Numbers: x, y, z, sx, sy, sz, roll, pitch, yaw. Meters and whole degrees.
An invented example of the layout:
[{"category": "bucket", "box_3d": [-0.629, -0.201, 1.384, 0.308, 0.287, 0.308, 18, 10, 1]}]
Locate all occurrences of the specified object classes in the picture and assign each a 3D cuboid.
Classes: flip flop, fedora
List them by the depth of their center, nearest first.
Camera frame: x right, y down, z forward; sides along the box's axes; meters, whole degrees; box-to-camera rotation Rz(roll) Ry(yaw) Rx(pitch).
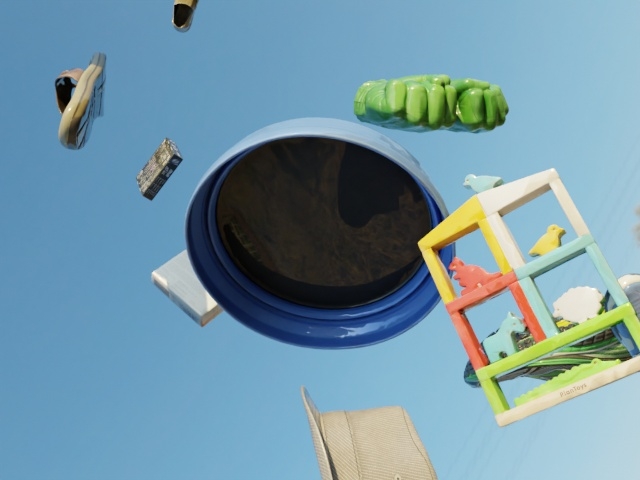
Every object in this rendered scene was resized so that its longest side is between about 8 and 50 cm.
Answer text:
[{"category": "fedora", "box_3d": [0.070, 0.289, 0.767, 0.244, 0.124, 0.276, 78, 178, -59]}, {"category": "flip flop", "box_3d": [-0.407, -0.238, 1.104, 0.080, 0.277, 0.112, 8, -55, -11]}]

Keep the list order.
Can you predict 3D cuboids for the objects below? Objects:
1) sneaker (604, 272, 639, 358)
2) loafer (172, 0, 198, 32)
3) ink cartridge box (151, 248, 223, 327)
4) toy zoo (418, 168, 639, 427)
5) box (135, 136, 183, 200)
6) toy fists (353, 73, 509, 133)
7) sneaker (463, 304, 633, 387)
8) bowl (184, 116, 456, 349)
[{"category": "sneaker", "box_3d": [0.405, 0.130, 0.772, 0.080, 0.081, 0.211, -33, -79, 6]}, {"category": "loafer", "box_3d": [-0.293, -0.529, 1.460, 0.056, 0.050, 0.148, 9, -67, -10]}, {"category": "ink cartridge box", "box_3d": [-0.216, 0.068, 1.302, 0.179, 0.145, 0.045, -36, -27, -36]}, {"category": "toy zoo", "box_3d": [0.239, 0.047, 0.793, 0.030, 0.192, 0.293, 21, -137, -57]}, {"category": "box", "box_3d": [-0.247, -0.110, 1.015, 0.018, 0.067, 0.083, 32, -78, -36]}, {"category": "toy fists", "box_3d": [0.197, -0.227, 1.103, 0.279, 0.142, 0.096, -5, -71, -36]}, {"category": "sneaker", "box_3d": [0.434, 0.233, 1.266, 0.146, 0.343, 0.134, 61, -149, -13]}, {"category": "bowl", "box_3d": [0.000, 0.000, 0.976, 0.077, 0.390, 0.391, -78, -21, -52]}]
